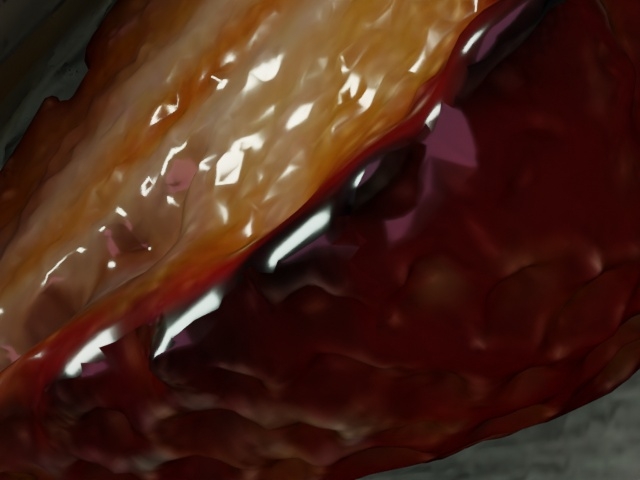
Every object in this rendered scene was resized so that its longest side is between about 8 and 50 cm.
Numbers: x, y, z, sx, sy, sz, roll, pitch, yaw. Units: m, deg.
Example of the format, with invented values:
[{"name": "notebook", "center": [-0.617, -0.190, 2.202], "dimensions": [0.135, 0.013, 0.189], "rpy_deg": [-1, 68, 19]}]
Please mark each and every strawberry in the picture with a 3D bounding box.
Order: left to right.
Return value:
[{"name": "strawberry", "center": [0.011, -0.002, 0.568], "dimensions": [0.280, 0.150, 0.253], "rpy_deg": [-57, 29, -7]}]

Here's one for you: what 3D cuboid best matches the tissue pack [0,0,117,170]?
[{"name": "tissue pack", "center": [-0.142, -0.081, 0.706], "dimensions": [0.238, 0.238, 0.305], "rpy_deg": [25, 75, 44]}]
